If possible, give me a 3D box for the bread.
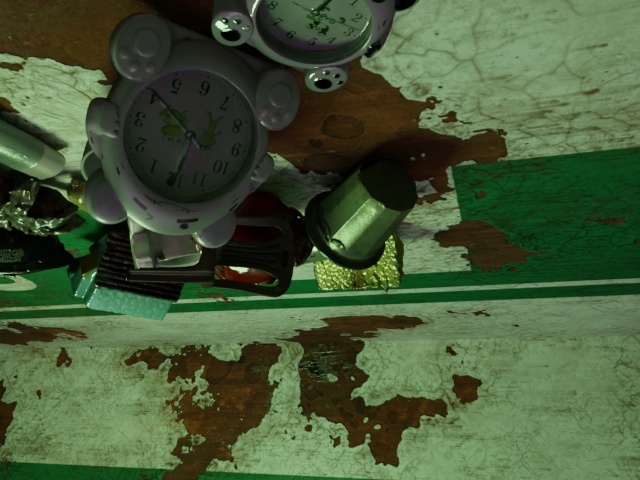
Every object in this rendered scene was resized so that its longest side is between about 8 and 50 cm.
[{"bbox_3d":[0.100,0.040,1.629,0.266,0.142,0.178,-6,116,24],"label":"bread"}]

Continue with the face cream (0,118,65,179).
[{"bbox_3d":[-0.655,-0.205,1.169,0.107,0.073,0.269,-4,158,30],"label":"face cream"}]

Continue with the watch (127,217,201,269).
[{"bbox_3d":[-0.384,-0.007,1.524,0.218,0.210,0.248,-10,169,-20],"label":"watch"}]

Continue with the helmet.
[{"bbox_3d":[-0.818,0.000,1.560,0.279,0.160,0.230,-5,-168,-12],"label":"helmet"}]

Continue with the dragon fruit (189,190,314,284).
[{"bbox_3d":[-0.166,-0.004,1.387,0.250,0.250,0.315,24,-170,-42],"label":"dragon fruit"}]

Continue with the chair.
[{"bbox_3d":[-0.198,0.016,1.151,0.326,0.175,0.183,4,171,-12],"label":"chair"}]

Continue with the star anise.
[{"bbox_3d":[-0.725,-0.088,1.375,0.332,0.117,0.331,16,159,6],"label":"star anise"}]

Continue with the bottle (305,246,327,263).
[{"bbox_3d":[0.000,0.000,1.547,0.233,0.110,0.110,-12,154,33],"label":"bottle"}]

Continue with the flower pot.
[{"bbox_3d":[0.097,-0.076,1.276,0.212,0.212,0.202,12,141,-22],"label":"flower pot"}]

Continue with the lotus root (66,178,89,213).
[{"bbox_3d":[-0.573,-0.107,1.414,0.073,0.062,0.150,23,158,11],"label":"lotus root"}]

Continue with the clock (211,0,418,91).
[{"bbox_3d":[-0.003,-0.323,0.787,0.228,0.090,0.248,18,152,-34],"label":"clock"}]

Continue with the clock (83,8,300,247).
[{"bbox_3d":[-0.211,-0.159,0.916,0.296,0.322,0.113,15,-167,-28],"label":"clock"}]

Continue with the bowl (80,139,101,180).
[{"bbox_3d":[-0.295,-0.171,1.116,0.287,0.143,0.287,3,158,1],"label":"bowl"}]

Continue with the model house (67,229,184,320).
[{"bbox_3d":[-0.544,0.056,1.685,0.280,0.230,0.248,17,113,-38],"label":"model house"}]
